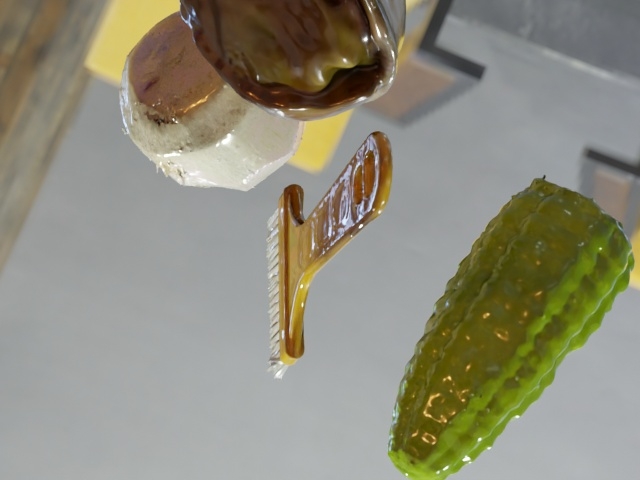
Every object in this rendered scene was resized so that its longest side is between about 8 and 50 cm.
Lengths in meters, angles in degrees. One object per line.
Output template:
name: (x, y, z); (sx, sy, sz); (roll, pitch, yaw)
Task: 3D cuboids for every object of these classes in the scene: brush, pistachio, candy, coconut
brush: (0.000, 0.000, 0.922); (0.013, 0.103, 0.272); (2, 164, -13)
pistachio: (-0.029, -0.165, 1.011); (0.210, 0.130, 0.165); (61, 159, -17)
candy: (0.110, 0.061, 1.065); (0.096, 0.209, 0.097); (33, 163, 12)
coconut: (-0.093, -0.122, 1.595); (0.170, 0.171, 0.183); (18, 165, 31)
